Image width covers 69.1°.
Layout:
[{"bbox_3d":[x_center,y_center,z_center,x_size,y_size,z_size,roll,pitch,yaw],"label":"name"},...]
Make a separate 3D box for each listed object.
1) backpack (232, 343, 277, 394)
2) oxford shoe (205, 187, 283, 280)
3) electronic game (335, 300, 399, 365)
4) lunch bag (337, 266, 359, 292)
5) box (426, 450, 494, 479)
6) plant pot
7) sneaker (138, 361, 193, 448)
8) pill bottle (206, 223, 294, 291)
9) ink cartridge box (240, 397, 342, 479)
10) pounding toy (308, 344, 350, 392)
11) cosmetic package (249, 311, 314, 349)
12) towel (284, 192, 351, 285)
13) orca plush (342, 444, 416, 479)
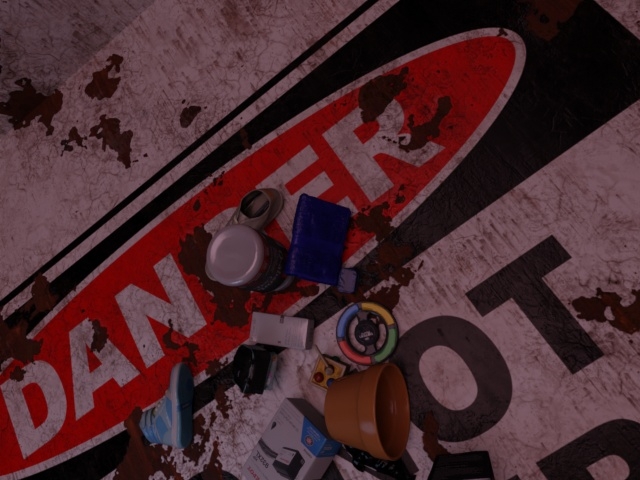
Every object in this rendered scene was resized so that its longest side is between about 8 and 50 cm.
[{"bbox_3d":[-0.247,0.467,1.712,0.188,0.144,0.166,0,80,56],"label":"backpack"},{"bbox_3d":[-0.324,-0.034,1.856,0.169,0.130,0.449,40,94,19],"label":"oxford shoe"},{"bbox_3d":[0.165,0.330,1.661,0.229,0.048,0.230,-4,78,17],"label":"electronic game"},{"bbox_3d":[0.105,0.144,1.709,0.067,0.065,0.099,11,89,17],"label":"lunch bag"},{"bbox_3d":[0.436,0.822,1.331,0.178,0.312,0.344,-13,76,15],"label":"box"},{"bbox_3d":[0.147,0.551,1.512,0.203,0.290,0.291,-12,75,29],"label":"plant pot"},{"bbox_3d":[-0.613,0.642,1.817,0.208,0.127,0.319,-6,77,16],"label":"sneaker"},{"bbox_3d":[-0.230,0.078,1.674,0.210,0.363,0.210,-4,78,18],"label":"pill bottle"},{"bbox_3d":[-0.099,0.737,1.597,0.223,0.129,0.308,32,91,38],"label":"ink cartridge box"},{"bbox_3d":[0.025,0.458,1.653,0.130,0.100,0.141,19,86,20],"label":"pounding toy"},{"bbox_3d":[-0.145,0.337,1.744,0.230,0.085,0.118,3,80,18],"label":"cosmetic package"},{"bbox_3d":[0.000,0.000,1.699,0.076,0.227,0.309,-6,72,58],"label":"towel"},{"bbox_3d":[0.173,0.734,1.547,0.151,0.102,0.287,-46,69,5],"label":"orca plush"}]
